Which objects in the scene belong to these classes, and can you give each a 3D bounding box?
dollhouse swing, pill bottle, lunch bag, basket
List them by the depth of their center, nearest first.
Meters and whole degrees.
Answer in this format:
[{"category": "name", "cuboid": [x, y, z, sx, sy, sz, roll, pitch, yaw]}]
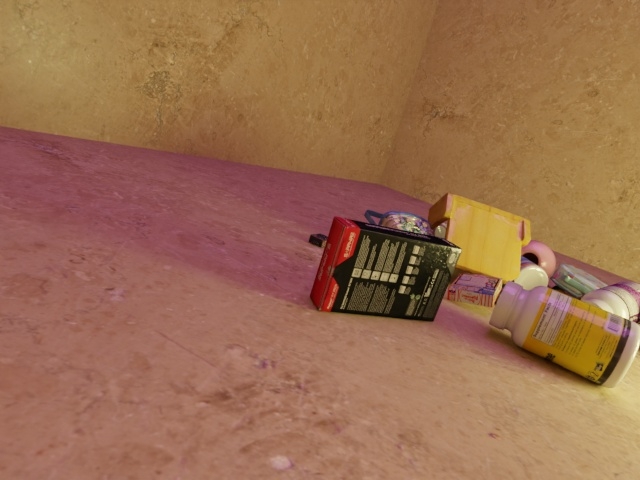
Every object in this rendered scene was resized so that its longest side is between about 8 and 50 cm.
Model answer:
[{"category": "pill bottle", "cuboid": [0.655, 0.241, 1.206, 0.334, 0.188, 0.188, 25, 17, 27]}, {"category": "pill bottle", "cuboid": [1.071, 0.255, 1.619, 0.301, 0.169, 0.169, -8, 26, -30]}, {"category": "dollhouse swing", "cuboid": [0.613, 0.019, 1.776, 0.346, 0.305, 0.315, 18, -15, -1]}, {"category": "basket", "cuboid": [0.330, -0.024, 1.789, 0.254, 0.201, 0.289, 11, 24, -22]}, {"category": "pill bottle", "cuboid": [0.817, 0.134, 1.852, 0.152, 0.152, 0.272, 15, 15, -7]}, {"category": "lunch bag", "cuboid": [1.195, 0.215, 1.996, 0.224, 0.108, 0.279, 2, 31, -46]}]

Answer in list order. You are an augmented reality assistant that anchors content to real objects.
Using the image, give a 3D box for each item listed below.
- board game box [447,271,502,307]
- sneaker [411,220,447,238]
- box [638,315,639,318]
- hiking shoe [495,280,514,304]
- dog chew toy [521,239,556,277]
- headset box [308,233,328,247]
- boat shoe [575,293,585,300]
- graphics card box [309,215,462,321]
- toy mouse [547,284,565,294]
[{"category": "board game box", "cuboid": [0.536, 0.165, 1.516, 0.146, 0.045, 0.193, 8, 17, 30]}, {"category": "sneaker", "cuboid": [0.579, -0.073, 2.413, 0.305, 0.114, 0.152, 12, 17, -19]}, {"category": "box", "cuboid": [1.306, 0.366, 1.522, 0.293, 0.073, 0.295, 6, 39, -32]}, {"category": "hiking shoe", "cuboid": [0.660, 0.171, 1.669, 0.114, 0.086, 0.227, 28, 19, 27]}, {"category": "dog chew toy", "cuboid": [1.024, 0.108, 2.109, 0.206, 0.207, 0.332, 26, 10, 32]}, {"category": "headset box", "cuboid": [0.000, 0.000, 1.665, 0.062, 0.032, 0.083, 24, 17, 28]}, {"category": "boat shoe", "cuboid": [1.150, 0.262, 1.812, 0.285, 0.089, 0.104, 9, 5, 5]}, {"category": "graphics card box", "cuboid": [0.175, 0.083, 1.163, 0.370, 0.233, 0.094, 9, 16, -24]}, {"category": "toy mouse", "cuboid": [1.089, 0.225, 2.056, 0.161, 0.031, 0.143, 18, 15, 4]}]
